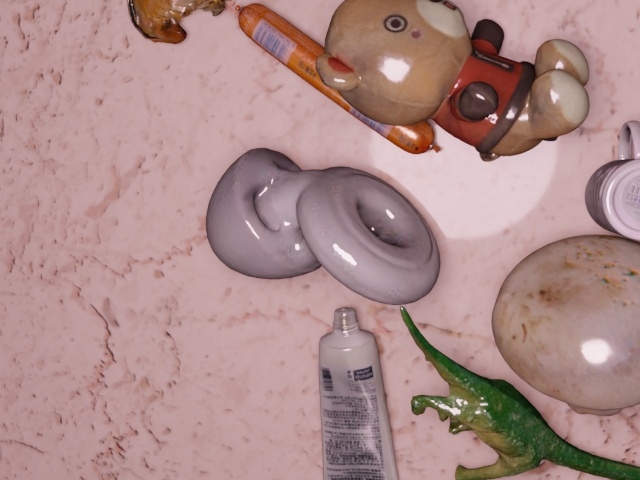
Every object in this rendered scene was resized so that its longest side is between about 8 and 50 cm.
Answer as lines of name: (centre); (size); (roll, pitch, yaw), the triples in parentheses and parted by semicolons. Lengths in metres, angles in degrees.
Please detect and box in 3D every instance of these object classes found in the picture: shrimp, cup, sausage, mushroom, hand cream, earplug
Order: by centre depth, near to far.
cup: (0.379, -0.068, 0.977); (0.099, 0.133, 0.136); (-31, 90, 11)
mushroom: (0.345, 0.120, 0.990); (0.244, 0.243, 0.243); (2, 97, 13)
earplug: (0.001, -0.011, 1.046); (0.326, 0.214, 0.175); (17, 119, 16)
sausage: (0.020, -0.222, 1.082); (0.348, 0.053, 0.053); (37, 103, 7)
shrimp: (-0.155, -0.336, 1.106); (0.262, 0.066, 0.117); (9, 114, 26)
hand cream: (0.051, 0.259, 1.140); (0.124, 0.078, 0.340); (-2, 104, 13)

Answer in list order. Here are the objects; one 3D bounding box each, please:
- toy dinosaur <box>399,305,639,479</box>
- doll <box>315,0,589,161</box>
toy dinosaur: (0.291, 0.235, 1.018); (0.301, 0.087, 0.447); (-13, 125, 31)
doll: (0.163, -0.206, 0.987); (0.330, 0.235, 0.174); (24, 136, 2)
